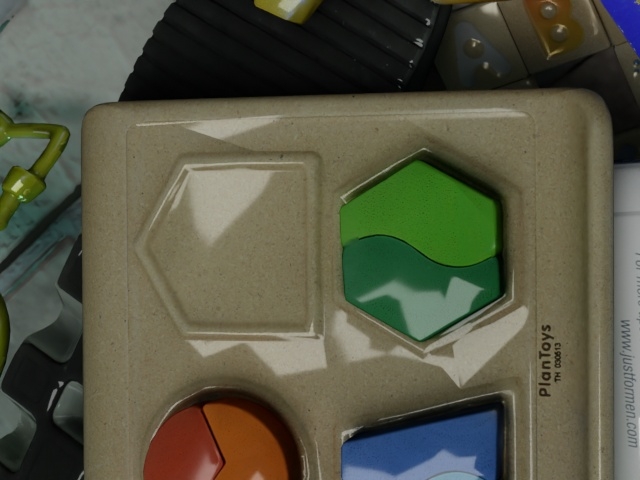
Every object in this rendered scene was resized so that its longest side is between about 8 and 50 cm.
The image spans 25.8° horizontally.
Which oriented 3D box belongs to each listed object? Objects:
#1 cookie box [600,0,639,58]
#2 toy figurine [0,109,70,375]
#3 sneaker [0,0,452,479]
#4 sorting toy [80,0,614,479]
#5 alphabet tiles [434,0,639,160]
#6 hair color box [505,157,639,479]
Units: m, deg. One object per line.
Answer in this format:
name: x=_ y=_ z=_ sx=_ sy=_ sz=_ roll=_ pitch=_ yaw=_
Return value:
cookie box: x=0.137 y=-0.138 z=0.544 sx=0.092 sy=0.040 sz=0.107 roll=-32 pitch=95 yaw=33
toy figurine: x=-0.283 y=0.037 z=0.799 sx=0.363 sy=0.191 sz=0.217 roll=9 pitch=150 yaw=18
sneaker: x=-0.031 y=-0.006 z=0.666 sx=0.122 sy=0.146 sz=0.330 roll=39 pitch=105 yaw=26
sorting toy: x=0.000 y=0.000 z=0.551 sx=0.229 sy=0.041 sz=0.307 roll=0 pitch=91 yaw=20
alphabet tiles: x=0.186 y=-0.046 z=0.606 sx=0.237 sy=0.009 sz=0.198 roll=-18 pitch=111 yaw=30
hair color box: x=0.236 y=0.046 z=0.536 sx=0.347 sy=0.105 sz=0.173 roll=-3 pitch=93 yaw=24
